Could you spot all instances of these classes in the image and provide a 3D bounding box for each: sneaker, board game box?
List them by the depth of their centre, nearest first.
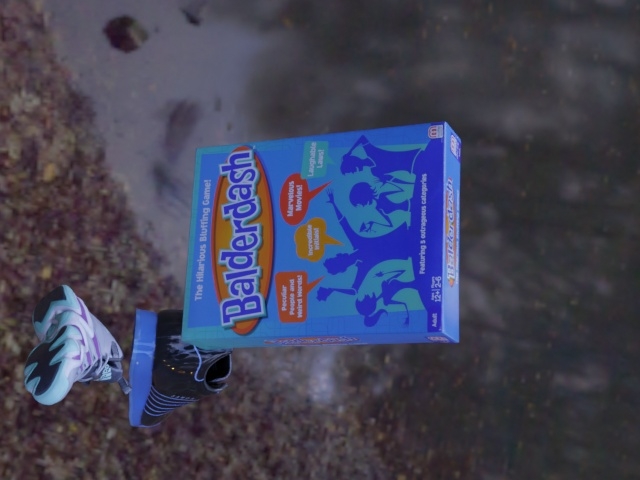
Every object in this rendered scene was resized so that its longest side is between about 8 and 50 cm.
[{"bbox_3d":[-0.137,0.074,0.645,0.069,0.038,0.098,47,17,-29],"label":"sneaker"},{"bbox_3d":[0.000,0.000,0.835,0.047,0.210,0.160,34,55,-62],"label":"board game box"},{"bbox_3d":[-0.132,0.126,1.025,0.232,0.090,0.081,112,-18,-67],"label":"sneaker"}]
